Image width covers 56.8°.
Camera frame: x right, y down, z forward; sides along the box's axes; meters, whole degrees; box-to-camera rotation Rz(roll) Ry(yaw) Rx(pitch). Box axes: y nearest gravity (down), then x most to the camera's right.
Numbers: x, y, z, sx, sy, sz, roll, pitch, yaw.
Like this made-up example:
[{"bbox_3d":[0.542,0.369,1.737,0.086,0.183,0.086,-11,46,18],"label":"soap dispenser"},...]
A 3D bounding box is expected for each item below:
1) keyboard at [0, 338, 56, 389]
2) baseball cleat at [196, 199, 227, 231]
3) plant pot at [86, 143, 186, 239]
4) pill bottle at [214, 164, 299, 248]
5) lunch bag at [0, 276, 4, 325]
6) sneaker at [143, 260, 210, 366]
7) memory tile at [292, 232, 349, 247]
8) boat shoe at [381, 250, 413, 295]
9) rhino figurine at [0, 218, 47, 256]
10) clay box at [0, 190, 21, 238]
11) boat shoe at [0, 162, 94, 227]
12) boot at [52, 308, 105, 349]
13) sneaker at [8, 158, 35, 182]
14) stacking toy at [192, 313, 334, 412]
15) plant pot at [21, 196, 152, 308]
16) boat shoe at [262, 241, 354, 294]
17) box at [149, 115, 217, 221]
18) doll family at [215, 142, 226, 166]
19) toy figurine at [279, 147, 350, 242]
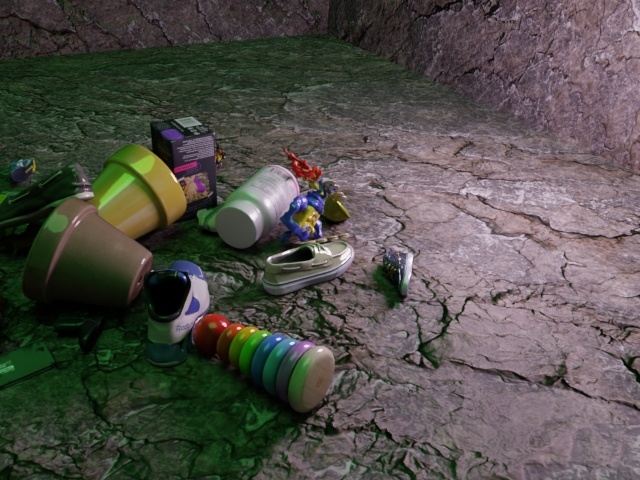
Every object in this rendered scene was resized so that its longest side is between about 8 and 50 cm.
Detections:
[{"bbox_3d":[-0.670,0.269,1.249,0.192,0.038,0.100,-20,63,-35],"label":"keyboard"},{"bbox_3d":[-0.312,-0.094,1.818,0.109,0.072,0.206,8,28,16],"label":"baseball cleat"},{"bbox_3d":[-0.550,-0.101,1.660,0.254,0.254,0.239,25,53,27],"label":"plant pot"},{"bbox_3d":[-0.187,-0.102,1.763,0.160,0.160,0.283,16,34,16],"label":"pill bottle"},{"bbox_3d":[-0.867,0.158,1.314,0.293,0.120,0.258,-5,30,-18],"label":"lunch bag"},{"bbox_3d":[-0.331,0.120,1.378,0.127,0.182,0.315,4,33,-4],"label":"sneaker"},{"bbox_3d":[0.000,0.000,1.711,0.148,0.012,0.113,-12,0,-26],"label":"memory tile"},{"bbox_3d":[0.206,0.089,1.618,0.083,0.065,0.183,7,27,8],"label":"boat shoe"},{"bbox_3d":[-0.782,-0.020,1.635,0.243,0.073,0.106,-25,39,-35],"label":"rhino figurine"},{"bbox_3d":[-0.943,-0.073,1.710,0.127,0.053,0.222,-1,32,-10],"label":"clay box"},{"bbox_3d":[-0.734,-0.109,1.534,0.335,0.095,0.112,-16,0,18],"label":"boat shoe"},{"bbox_3d":[-0.556,0.202,1.344,0.099,0.045,0.121,6,25,-2],"label":"boot"},{"bbox_3d":[-0.997,-0.230,1.951,0.059,0.053,0.144,5,24,-1],"label":"sneaker"},{"bbox_3d":[-0.139,0.244,1.280,0.330,0.141,0.141,18,34,30],"label":"stacking toy"},{"bbox_3d":[-0.540,0.056,1.422,0.229,0.263,0.263,23,33,-4],"label":"plant pot"},{"bbox_3d":[-0.022,0.057,1.600,0.302,0.094,0.109,-23,42,-36],"label":"boat shoe"},{"bbox_3d":[-0.416,-0.220,1.812,0.143,0.270,0.165,-18,39,-31],"label":"box"},{"bbox_3d":[-0.399,-0.318,2.153,0.111,0.076,0.193,-13,34,-18],"label":"doll family"},{"bbox_3d":[-0.057,-0.087,1.752,0.191,0.362,0.217,35,86,19],"label":"toy figurine"}]
